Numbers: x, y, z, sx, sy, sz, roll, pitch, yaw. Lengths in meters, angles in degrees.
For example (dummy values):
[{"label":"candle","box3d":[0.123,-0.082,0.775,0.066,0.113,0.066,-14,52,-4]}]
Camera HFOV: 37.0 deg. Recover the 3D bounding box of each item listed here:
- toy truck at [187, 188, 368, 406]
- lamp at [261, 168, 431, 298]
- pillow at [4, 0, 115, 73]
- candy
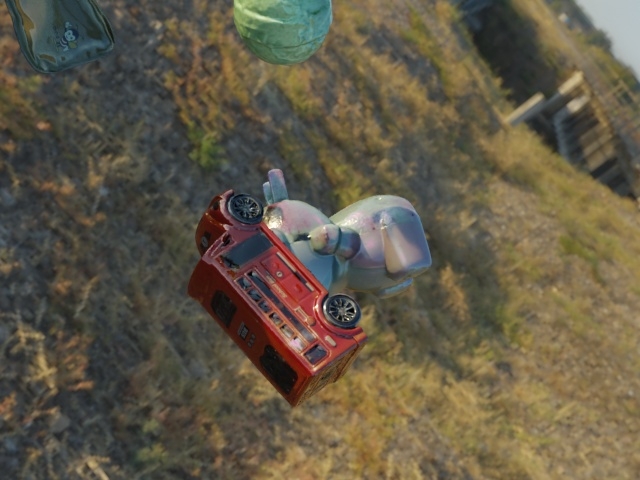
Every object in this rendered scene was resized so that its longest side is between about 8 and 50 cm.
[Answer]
[{"label":"toy truck","box3d":[-0.067,0.064,1.113,0.114,0.107,0.252,-33,71,-35]},{"label":"lamp","box3d":[0.000,0.000,1.524,0.247,0.301,0.247,128,-50,-71]},{"label":"pillow","box3d":[-0.354,-0.323,1.221,0.130,0.033,0.217,-25,98,-30]},{"label":"candy","box3d":[-0.041,-0.388,1.032,0.119,0.119,0.439,-108,-166,-46]}]
